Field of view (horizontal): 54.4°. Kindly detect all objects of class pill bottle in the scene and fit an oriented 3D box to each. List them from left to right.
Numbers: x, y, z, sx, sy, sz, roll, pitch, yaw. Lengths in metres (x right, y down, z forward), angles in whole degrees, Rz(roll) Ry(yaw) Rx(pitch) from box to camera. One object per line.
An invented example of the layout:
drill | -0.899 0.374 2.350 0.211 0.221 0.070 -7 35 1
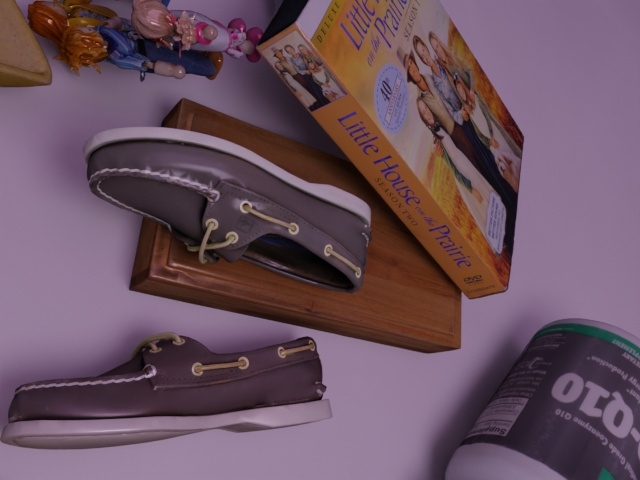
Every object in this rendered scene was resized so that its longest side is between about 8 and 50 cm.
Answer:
pill bottle | 0.285 0.280 0.775 0.361 0.204 0.204 -42 101 -35

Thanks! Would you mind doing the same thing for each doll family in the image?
doll family | -0.193 -0.204 0.626 0.263 0.118 0.163 36 27 32

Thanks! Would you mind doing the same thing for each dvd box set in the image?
dvd box set | 0.123 -0.172 0.767 0.420 0.062 0.307 46 45 -29

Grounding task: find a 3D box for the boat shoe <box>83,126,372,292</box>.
boat shoe | -0.075 -0.021 0.597 0.305 0.109 0.091 17 63 -33

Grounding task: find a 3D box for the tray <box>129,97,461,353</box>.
tray | 0.000 0.000 0.752 0.411 0.076 0.202 16 67 -28

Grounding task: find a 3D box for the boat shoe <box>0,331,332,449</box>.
boat shoe | -0.130 0.141 0.601 0.324 0.117 0.096 6 68 -36

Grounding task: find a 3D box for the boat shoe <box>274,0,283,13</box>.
boat shoe | -0.003 -0.314 0.823 0.105 0.113 0.306 5 61 -46

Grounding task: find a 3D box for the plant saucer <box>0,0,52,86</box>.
plant saucer | -0.407 -0.259 0.459 0.332 0.081 0.333 59 17 8
